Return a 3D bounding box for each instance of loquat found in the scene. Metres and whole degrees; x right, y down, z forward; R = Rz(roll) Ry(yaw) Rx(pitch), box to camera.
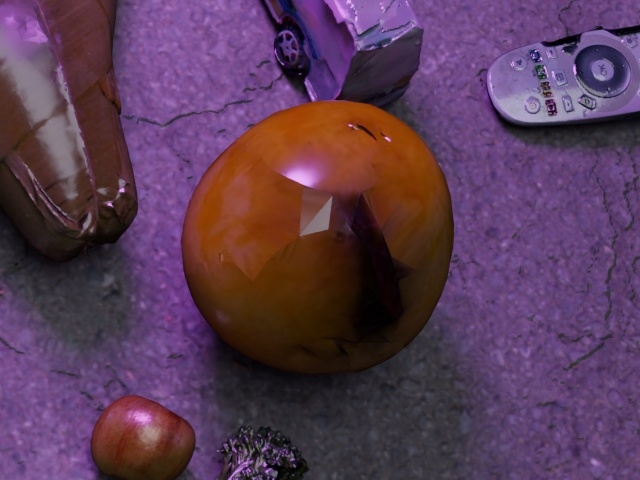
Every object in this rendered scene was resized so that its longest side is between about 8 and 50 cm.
[{"bbox_3d":[0.000,0.000,1.523,0.235,0.235,0.235,6,67,-15],"label":"loquat"}]

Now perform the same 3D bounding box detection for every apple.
[{"bbox_3d":[-0.147,0.166,1.496,0.084,0.084,0.071,26,85,-5],"label":"apple"}]

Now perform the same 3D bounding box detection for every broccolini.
[{"bbox_3d":[-0.173,0.271,1.452,0.392,0.079,0.074,-32,59,-24],"label":"broccolini"}]

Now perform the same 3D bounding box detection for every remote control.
[{"bbox_3d":[0.280,-0.159,1.774,0.256,0.045,0.097,-7,70,-16],"label":"remote control"}]

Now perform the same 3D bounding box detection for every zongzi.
[{"bbox_3d":[-0.194,-0.153,1.579,0.300,0.145,0.274,-36,87,-32],"label":"zongzi"}]

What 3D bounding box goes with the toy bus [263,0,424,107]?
[{"bbox_3d":[-0.012,-0.273,1.678,0.112,0.138,0.317,-23,75,-22],"label":"toy bus"}]
